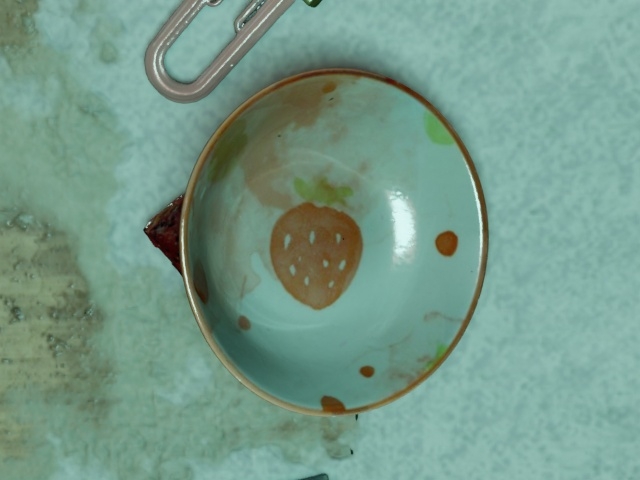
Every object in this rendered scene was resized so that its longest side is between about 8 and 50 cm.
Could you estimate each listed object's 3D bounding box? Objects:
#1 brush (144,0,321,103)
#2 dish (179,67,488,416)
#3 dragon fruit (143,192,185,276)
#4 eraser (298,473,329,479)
[{"bbox_3d":[-0.053,-0.202,0.978,0.103,0.047,0.233,42,101,-4],"label":"brush"},{"bbox_3d":[0.000,0.000,0.966,0.260,0.085,0.260,-1,93,-26],"label":"dish"},{"bbox_3d":[-0.090,0.033,1.019,0.063,0.097,0.131,-24,121,20],"label":"dragon fruit"},{"bbox_3d":[-0.083,0.269,1.070,0.212,0.046,0.092,-14,99,7],"label":"eraser"}]
